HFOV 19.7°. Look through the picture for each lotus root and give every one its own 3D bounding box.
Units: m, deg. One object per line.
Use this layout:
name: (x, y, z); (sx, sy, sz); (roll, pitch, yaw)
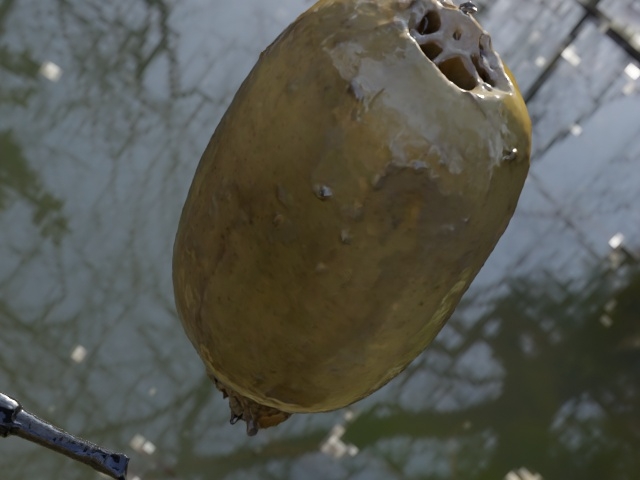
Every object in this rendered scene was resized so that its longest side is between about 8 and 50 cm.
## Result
lotus root: (0.000, 0.000, 1.053); (0.169, 0.343, 0.151); (46, 42, 17)

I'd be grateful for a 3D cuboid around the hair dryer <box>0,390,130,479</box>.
hair dryer: (-0.283, 0.082, 1.148); (0.359, 0.120, 0.304); (23, 12, 0)
